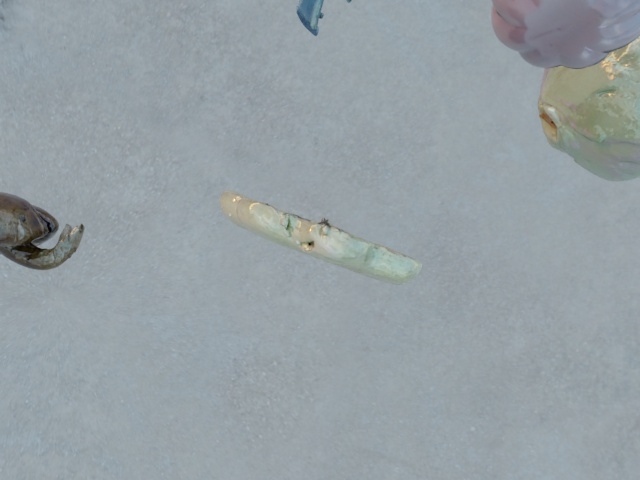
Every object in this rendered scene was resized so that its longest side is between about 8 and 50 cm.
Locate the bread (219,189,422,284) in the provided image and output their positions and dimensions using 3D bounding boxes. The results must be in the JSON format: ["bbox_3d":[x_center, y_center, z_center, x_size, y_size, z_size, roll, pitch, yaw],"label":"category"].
[{"bbox_3d":[0.000,0.000,0.757,0.315,0.316,0.054,20,90,-23],"label":"bread"}]

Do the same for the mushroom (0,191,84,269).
[{"bbox_3d":[-0.338,-0.012,0.562,0.170,0.135,0.080,4,94,-5],"label":"mushroom"}]

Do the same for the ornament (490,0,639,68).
[{"bbox_3d":[0.277,-0.286,0.581,0.177,0.177,0.178,3,83,-26],"label":"ornament"}]

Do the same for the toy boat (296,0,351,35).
[{"bbox_3d":[0.028,-0.494,1.024,0.102,0.215,0.088,20,43,-16],"label":"toy boat"}]

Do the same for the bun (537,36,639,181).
[{"bbox_3d":[0.456,-0.236,0.890,0.187,0.293,0.294,-7,87,1],"label":"bun"}]
